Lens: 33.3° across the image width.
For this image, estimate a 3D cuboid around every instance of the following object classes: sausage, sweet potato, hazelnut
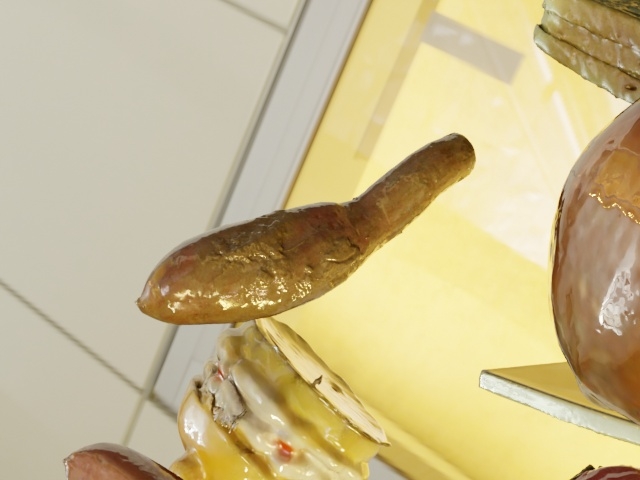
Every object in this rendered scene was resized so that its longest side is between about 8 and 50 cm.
[{"bbox_3d":[-0.119,0.296,1.033,0.348,0.094,0.097,32,170,30],"label":"sausage"},{"bbox_3d":[0.000,0.000,1.070,0.385,0.109,0.109,-23,-143,-18],"label":"sweet potato"},{"bbox_3d":[0.213,0.009,0.588,0.176,0.214,0.214,38,-164,-4],"label":"hazelnut"}]

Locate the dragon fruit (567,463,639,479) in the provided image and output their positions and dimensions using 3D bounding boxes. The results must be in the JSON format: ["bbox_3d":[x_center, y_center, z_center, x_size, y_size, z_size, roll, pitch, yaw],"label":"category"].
[{"bbox_3d":[0.431,0.432,1.528,0.244,0.244,0.299,16,-177,-23],"label":"dragon fruit"}]

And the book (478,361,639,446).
[{"bbox_3d":[0.328,0.134,0.949,0.310,0.021,0.217,-1,-173,-29],"label":"book"}]

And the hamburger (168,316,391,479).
[{"bbox_3d":[-0.070,0.252,1.404,0.276,0.237,0.276,45,-178,-2],"label":"hamburger"}]

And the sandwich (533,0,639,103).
[{"bbox_3d":[0.427,-0.219,1.265,0.301,0.099,0.271,-7,-143,-41],"label":"sandwich"}]
